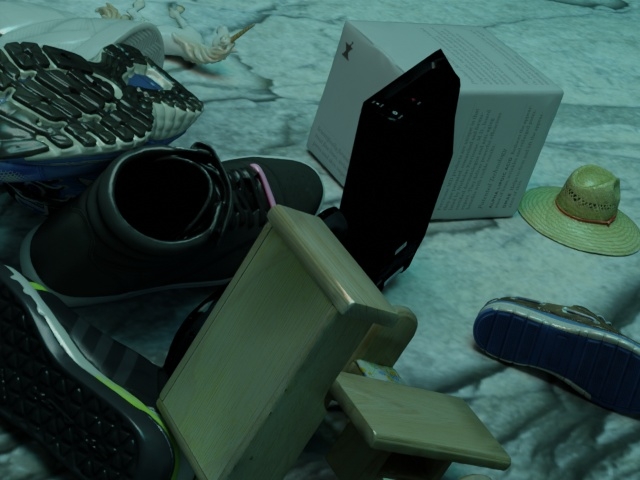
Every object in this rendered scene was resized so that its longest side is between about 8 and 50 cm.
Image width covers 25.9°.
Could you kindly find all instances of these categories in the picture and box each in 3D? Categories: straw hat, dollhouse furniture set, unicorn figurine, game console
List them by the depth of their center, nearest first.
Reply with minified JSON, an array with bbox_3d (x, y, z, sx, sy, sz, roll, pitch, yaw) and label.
[{"bbox_3d":[0.041,0.097,0.936,0.242,0.161,0.212,17,24,-40],"label":"dollhouse furniture set"},{"bbox_3d":[0.000,0.000,1.104,0.044,0.213,0.361,31,43,21],"label":"game console"},{"bbox_3d":[0.284,-0.045,1.465,0.144,0.061,0.144,13,30,-7],"label":"straw hat"},{"bbox_3d":[-0.163,-0.229,1.546,0.162,0.060,0.111,-9,37,-12],"label":"unicorn figurine"}]

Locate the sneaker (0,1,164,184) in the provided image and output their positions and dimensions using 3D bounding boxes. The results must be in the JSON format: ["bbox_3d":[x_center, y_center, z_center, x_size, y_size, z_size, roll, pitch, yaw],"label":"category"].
[{"bbox_3d":[-0.297,-0.143,1.297,0.169,0.108,0.292,15,30,26],"label":"sneaker"}]

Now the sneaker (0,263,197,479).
[{"bbox_3d":[-0.162,0.105,0.976,0.235,0.084,0.097,43,21,28],"label":"sneaker"}]

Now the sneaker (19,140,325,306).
[{"bbox_3d":[-0.083,-0.026,1.123,0.296,0.147,0.104,-17,81,-39],"label":"sneaker"}]

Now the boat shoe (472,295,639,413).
[{"bbox_3d":[0.227,0.088,1.205,0.183,0.066,0.066,24,29,10],"label":"boat shoe"}]

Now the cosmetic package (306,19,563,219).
[{"bbox_3d":[0.113,-0.122,1.409,0.184,0.151,0.151,-3,35,-33],"label":"cosmetic package"}]

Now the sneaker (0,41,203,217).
[{"bbox_3d":[-0.207,-0.072,1.142,0.130,0.147,0.330,38,15,9],"label":"sneaker"}]
